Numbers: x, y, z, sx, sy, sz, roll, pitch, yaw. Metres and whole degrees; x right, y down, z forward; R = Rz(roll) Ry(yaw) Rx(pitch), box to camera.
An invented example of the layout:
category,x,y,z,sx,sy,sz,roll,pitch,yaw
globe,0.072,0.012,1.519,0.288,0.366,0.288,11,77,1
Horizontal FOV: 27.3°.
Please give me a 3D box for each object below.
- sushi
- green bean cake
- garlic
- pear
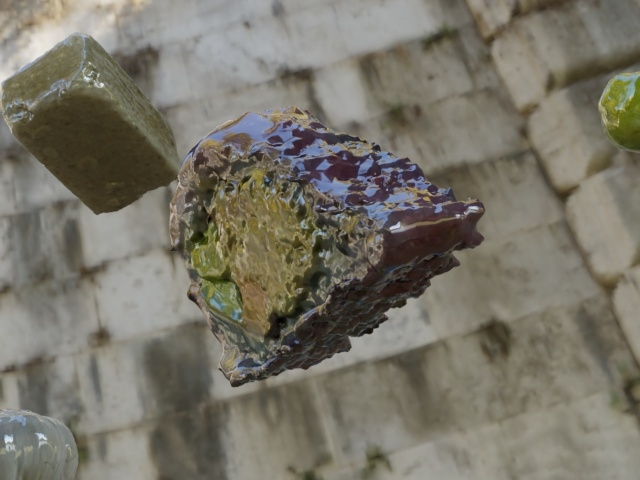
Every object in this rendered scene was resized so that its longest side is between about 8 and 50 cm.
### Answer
category,x,y,z,sx,sy,sz,roll,pitch,yaw
sushi,-0.009,-0.016,0.811,0.107,0.161,0.241,-14,-18,-32
green bean cake,-0.230,-0.114,1.332,0.109,0.085,0.179,-25,-41,12
garlic,-0.256,0.178,1.099,0.113,0.094,0.074,4,-40,-25
pear,0.337,-0.130,1.370,0.097,0.092,0.092,25,-35,19
